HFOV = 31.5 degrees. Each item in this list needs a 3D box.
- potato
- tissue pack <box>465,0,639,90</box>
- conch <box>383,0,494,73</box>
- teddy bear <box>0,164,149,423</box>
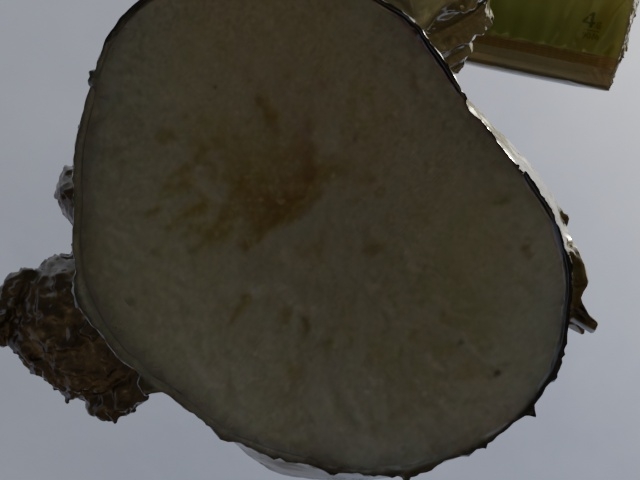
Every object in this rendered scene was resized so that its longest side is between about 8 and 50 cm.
[{"bbox_3d":[0.000,0.000,0.664,0.246,0.196,0.299,-37,-100,-1],"label":"potato"},{"bbox_3d":[0.212,-0.242,1.203,0.234,0.159,0.125,15,-72,13],"label":"tissue pack"},{"bbox_3d":[0.010,-0.254,0.839,0.324,0.186,0.263,52,-132,-6],"label":"conch"},{"bbox_3d":[-0.148,0.015,1.066,0.246,0.222,0.296,47,-151,-10],"label":"teddy bear"}]
